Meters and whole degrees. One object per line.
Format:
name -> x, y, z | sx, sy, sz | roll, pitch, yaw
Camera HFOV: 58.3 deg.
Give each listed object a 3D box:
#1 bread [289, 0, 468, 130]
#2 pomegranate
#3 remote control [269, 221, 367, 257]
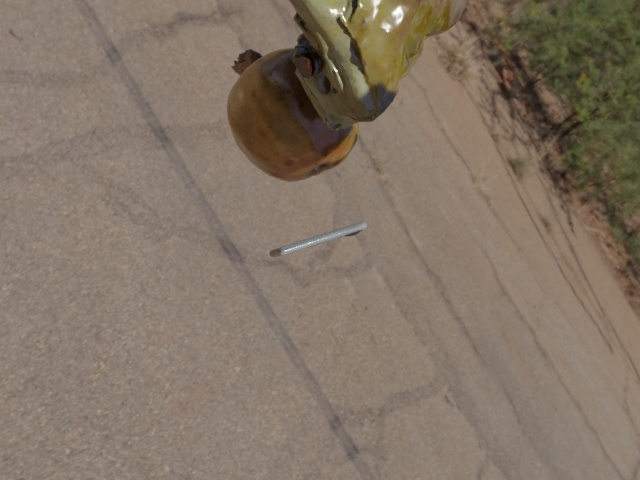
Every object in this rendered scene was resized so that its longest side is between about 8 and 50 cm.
bread -> 0.066, -0.363, 0.739 | 0.314, 0.191, 0.370 | 61, 40, -33
pomegranate -> -0.040, -0.191, 0.877 | 0.207, 0.207, 0.207 | 32, 42, -35
remote control -> 0.000, 0.000, 1.392 | 0.261, 0.067, 0.029 | -18, 92, -32
